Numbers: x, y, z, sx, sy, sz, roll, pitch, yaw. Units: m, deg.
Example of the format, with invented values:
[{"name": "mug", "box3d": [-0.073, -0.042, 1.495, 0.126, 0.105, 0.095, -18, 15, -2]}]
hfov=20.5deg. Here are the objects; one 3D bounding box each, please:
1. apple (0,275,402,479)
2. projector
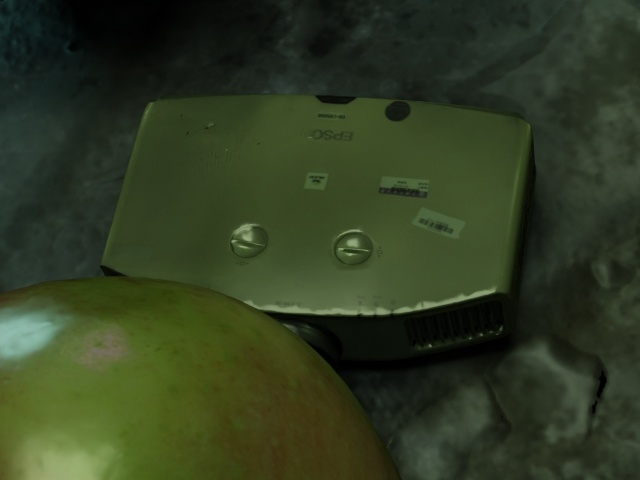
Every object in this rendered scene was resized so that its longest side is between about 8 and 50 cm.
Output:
[{"name": "apple", "box3d": [-0.112, 0.175, 0.940, 0.319, 0.319, 0.277, -43, 35, -20]}, {"name": "projector", "box3d": [0.000, 0.000, 1.168, 0.270, 0.088, 0.193, 4, 57, 13]}]
